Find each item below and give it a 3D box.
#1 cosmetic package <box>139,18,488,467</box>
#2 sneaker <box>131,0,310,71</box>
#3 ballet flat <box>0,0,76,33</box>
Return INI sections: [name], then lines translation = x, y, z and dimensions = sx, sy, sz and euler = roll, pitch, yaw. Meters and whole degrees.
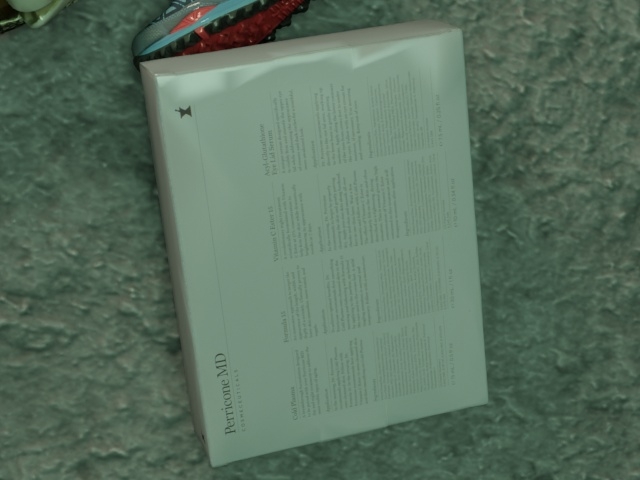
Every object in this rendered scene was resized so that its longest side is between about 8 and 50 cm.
[cosmetic package]
translation = 0.000, 0.000, 1.194
dimensions = 0.285, 0.097, 0.377
euler = -11, 108, -16
[sneaker]
translation = -0.077, -0.253, 1.199
dimensions = 0.262, 0.104, 0.125
euler = -35, 70, 1
[ballet flat]
translation = -0.333, -0.217, 1.071
dimensions = 0.483, 0.182, 0.164
euler = -23, 128, -13
